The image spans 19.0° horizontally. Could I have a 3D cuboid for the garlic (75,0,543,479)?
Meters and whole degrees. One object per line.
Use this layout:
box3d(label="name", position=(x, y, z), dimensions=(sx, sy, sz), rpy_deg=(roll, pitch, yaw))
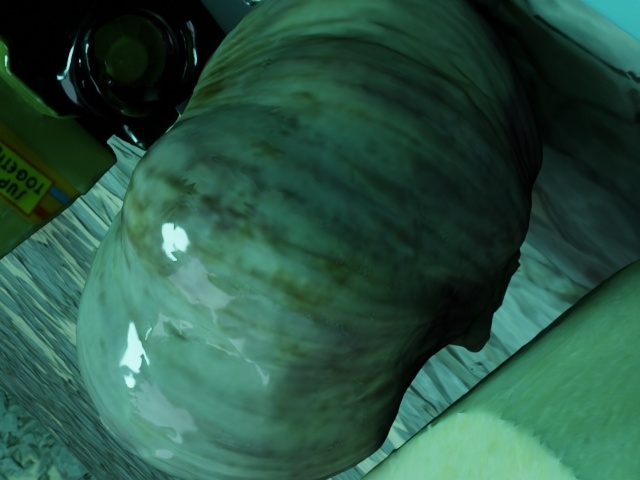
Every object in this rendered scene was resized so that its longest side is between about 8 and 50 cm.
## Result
box3d(label="garlic", position=(0.000, 0.000, 0.501), dimensions=(0.102, 0.147, 0.159), rpy_deg=(31, -164, -4))

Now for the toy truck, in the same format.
box3d(label="toy truck", position=(-0.166, -0.111, 0.644), dimensions=(0.257, 0.127, 0.127), rpy_deg=(50, 168, -30))

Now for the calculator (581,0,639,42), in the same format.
box3d(label="calculator", position=(0.071, -0.095, 0.214), dimensions=(0.256, 0.054, 0.386), rpy_deg=(38, 169, 25))

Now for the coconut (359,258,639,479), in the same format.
box3d(label="coconut", position=(0.104, 0.118, 0.461), dimensions=(0.197, 0.236, 0.237), rpy_deg=(5, 174, -14))

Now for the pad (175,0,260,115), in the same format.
box3d(label="pad", position=(-0.033, -0.059, 0.701), dimensions=(0.116, 0.004, 0.193), rpy_deg=(49, 165, -19))
